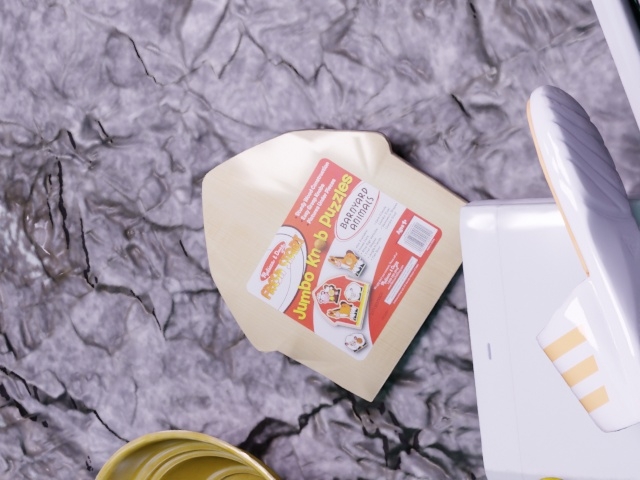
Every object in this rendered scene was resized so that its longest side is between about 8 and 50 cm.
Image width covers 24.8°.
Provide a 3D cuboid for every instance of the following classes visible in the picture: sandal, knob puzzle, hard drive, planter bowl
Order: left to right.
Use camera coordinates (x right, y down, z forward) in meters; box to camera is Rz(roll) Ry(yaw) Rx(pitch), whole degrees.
[{"bbox_3d":[-0.073,0.240,1.139,0.217,0.090,0.217,7,104,27],"label":"planter bowl"},{"bbox_3d":[0.000,0.000,1.084,0.213,0.030,0.213,3,105,12],"label":"knob puzzle"},{"bbox_3d":[0.172,0.034,0.924,0.076,0.102,0.265,-25,81,32],"label":"sandal"},{"bbox_3d":[0.249,0.069,0.966,0.307,0.040,0.203,-1,102,28],"label":"hard drive"}]

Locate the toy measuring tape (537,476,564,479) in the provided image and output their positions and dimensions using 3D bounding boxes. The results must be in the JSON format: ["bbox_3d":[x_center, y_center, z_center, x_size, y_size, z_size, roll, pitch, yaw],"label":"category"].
[{"bbox_3d":[0.157,0.325,0.968,0.121,0.121,0.330,-12,76,29],"label":"toy measuring tape"}]

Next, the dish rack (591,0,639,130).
[{"bbox_3d":[0.293,-0.205,0.859,0.285,0.072,0.333,-17,101,27],"label":"dish rack"}]
